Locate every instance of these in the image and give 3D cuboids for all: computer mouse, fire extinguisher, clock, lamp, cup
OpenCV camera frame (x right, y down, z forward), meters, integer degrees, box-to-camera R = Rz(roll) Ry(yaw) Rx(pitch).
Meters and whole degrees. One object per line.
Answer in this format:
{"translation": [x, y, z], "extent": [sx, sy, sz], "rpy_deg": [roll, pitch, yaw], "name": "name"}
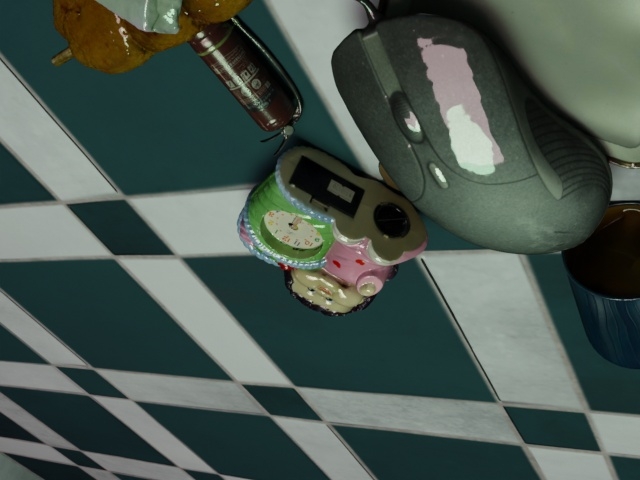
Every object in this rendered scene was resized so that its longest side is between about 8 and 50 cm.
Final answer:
{"translation": [0.101, -0.089, 0.663], "extent": [0.379, 0.090, 0.167], "rpy_deg": [40, 147, -27], "name": "computer mouse"}
{"translation": [-0.068, -0.155, 0.778], "extent": [0.064, 0.043, 0.158], "rpy_deg": [-38, 125, 6], "name": "fire extinguisher"}
{"translation": [0.000, 0.000, 0.915], "extent": [0.194, 0.100, 0.195], "rpy_deg": [29, 144, -4], "name": "clock"}
{"translation": [0.179, -0.178, 0.596], "extent": [0.269, 0.047, 0.266], "rpy_deg": [20, 147, 4], "name": "lamp"}
{"translation": [0.321, 0.050, 0.779], "extent": [0.150, 0.113, 0.138], "rpy_deg": [7, 146, 32], "name": "cup"}

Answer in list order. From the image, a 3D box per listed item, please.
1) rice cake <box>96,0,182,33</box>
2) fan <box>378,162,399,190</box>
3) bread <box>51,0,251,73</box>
{"translation": [-0.194, -0.256, 0.621], "extent": [0.237, 0.043, 0.127], "rpy_deg": [36, 132, 19], "name": "rice cake"}
{"translation": [0.179, -0.045, 0.822], "extent": [0.226, 0.008, 0.152], "rpy_deg": [31, 146, -12], "name": "fan"}
{"translation": [-0.146, -0.221, 0.691], "extent": [0.344, 0.084, 0.124], "rpy_deg": [-16, 102, 45], "name": "bread"}
